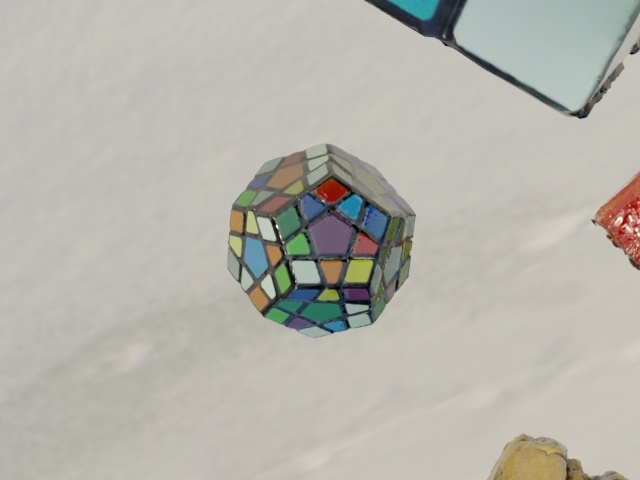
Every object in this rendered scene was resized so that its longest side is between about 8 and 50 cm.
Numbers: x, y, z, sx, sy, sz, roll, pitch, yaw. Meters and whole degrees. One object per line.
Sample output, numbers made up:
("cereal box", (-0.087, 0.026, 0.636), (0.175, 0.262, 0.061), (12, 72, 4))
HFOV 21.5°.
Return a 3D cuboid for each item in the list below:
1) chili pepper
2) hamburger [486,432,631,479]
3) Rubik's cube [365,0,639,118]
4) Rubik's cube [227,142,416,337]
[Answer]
("chili pepper", (0.323, -0.036, 1.583), (0.123, 0.073, 0.070), (-42, 140, 13))
("hamburger", (0.120, 0.277, 1.079), (0.283, 0.145, 0.259), (-57, 173, -32))
("Rubik's cube", (0.118, -0.193, 0.807), (0.183, 0.167, 0.180), (-44, 164, -46))
("Rubik's cube", (0.000, 0.000, 1.151), (0.112, 0.133, 0.133), (-15, 156, -33))
